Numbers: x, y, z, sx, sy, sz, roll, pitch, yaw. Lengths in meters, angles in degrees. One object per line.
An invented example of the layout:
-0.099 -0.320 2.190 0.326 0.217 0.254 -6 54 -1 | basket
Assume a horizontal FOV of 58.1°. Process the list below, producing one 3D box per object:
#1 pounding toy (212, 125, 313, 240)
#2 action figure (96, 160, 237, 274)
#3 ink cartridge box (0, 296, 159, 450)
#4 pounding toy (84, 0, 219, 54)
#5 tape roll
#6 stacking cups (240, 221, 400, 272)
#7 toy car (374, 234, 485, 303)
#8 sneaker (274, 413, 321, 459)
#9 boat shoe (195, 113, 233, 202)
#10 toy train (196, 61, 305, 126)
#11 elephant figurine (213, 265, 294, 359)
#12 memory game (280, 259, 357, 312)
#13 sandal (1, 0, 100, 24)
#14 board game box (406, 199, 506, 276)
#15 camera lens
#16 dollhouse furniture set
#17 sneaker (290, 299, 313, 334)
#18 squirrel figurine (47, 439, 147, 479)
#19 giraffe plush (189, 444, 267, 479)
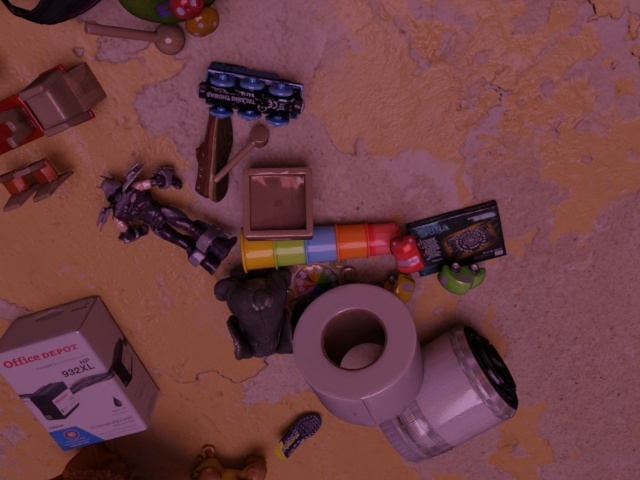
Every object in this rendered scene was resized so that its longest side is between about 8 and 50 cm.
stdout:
-0.107 -0.104 1.089 0.181 0.094 0.206 -2 85 -2 | pounding toy
-0.309 -0.041 1.127 0.285 0.099 0.185 35 121 -15 | action figure
-0.542 0.304 1.298 0.223 0.129 0.308 -16 119 9 | ink cartridge box
-0.217 -0.349 0.870 0.237 0.183 0.110 -36 78 38 | pounding toy
0.082 0.232 1.173 0.246 0.246 0.169 -14 145 7 | tape roll
0.000 0.000 1.162 0.316 0.096 0.096 -7 120 -1 | stacking cups
0.231 0.078 1.176 0.224 0.053 0.239 4 145 -7 | toy car
-0.055 0.488 1.460 0.144 0.059 0.053 -42 82 4 | sneaker
-0.205 -0.160 1.074 0.060 0.064 0.178 16 114 16 | boat shoe
-0.117 -0.255 0.997 0.184 0.105 0.080 7 124 -5 | toy train
-0.119 0.180 1.201 0.169 0.186 0.240 4 111 27 | elephant figurine
-0.009 0.096 1.253 0.186 0.012 0.186 0 121 -1 | memory game
-0.355 -0.404 0.870 0.445 0.167 0.107 -15 115 7 | sandal
0.282 -0.002 1.193 0.186 0.026 0.126 -15 119 8 | board game box
0.275 0.336 1.277 0.274 0.219 0.219 -36 114 18 | camera lens
-0.526 -0.217 1.023 0.259 0.135 0.262 -15 120 21 | dollhouse furniture set
-0.023 0.186 1.276 0.075 0.057 0.161 0 135 -22 | sneaker
-0.483 0.625 1.362 0.281 0.370 0.397 -41 158 -16 | squirrel figurine
-0.252 0.621 1.489 0.170 0.181 0.210 27 151 -4 | giraffe plush
